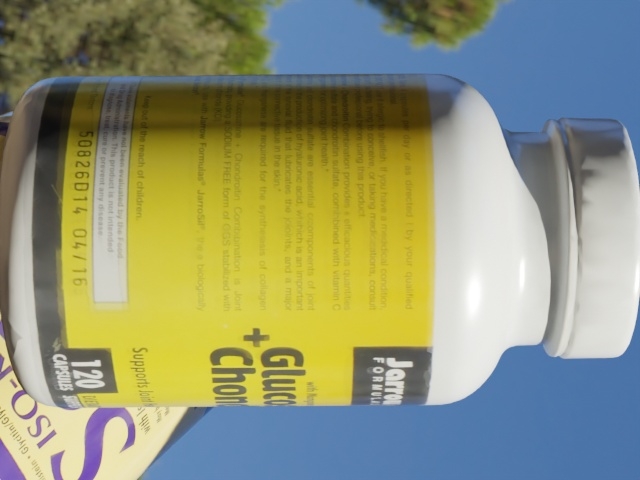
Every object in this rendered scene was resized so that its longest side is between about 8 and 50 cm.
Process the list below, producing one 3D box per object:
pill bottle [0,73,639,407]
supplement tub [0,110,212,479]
[{"bbox_3d":[0.000,0.000,0.459,0.103,0.184,0.103,0,90,-90],"label":"pill bottle"},{"bbox_3d":[-0.233,0.097,0.906,0.241,0.331,0.241,31,-35,25],"label":"supplement tub"}]
